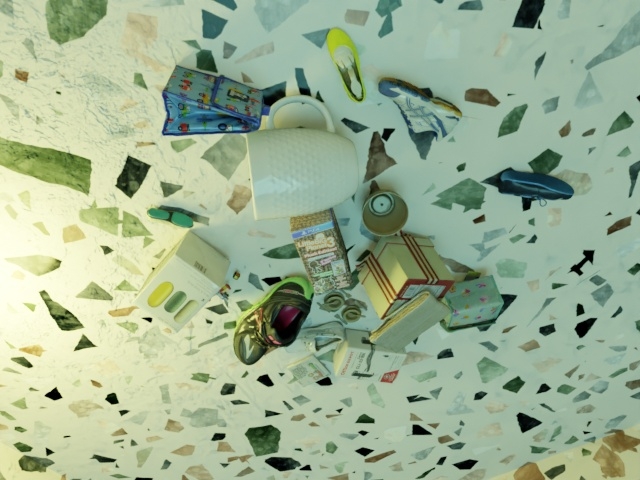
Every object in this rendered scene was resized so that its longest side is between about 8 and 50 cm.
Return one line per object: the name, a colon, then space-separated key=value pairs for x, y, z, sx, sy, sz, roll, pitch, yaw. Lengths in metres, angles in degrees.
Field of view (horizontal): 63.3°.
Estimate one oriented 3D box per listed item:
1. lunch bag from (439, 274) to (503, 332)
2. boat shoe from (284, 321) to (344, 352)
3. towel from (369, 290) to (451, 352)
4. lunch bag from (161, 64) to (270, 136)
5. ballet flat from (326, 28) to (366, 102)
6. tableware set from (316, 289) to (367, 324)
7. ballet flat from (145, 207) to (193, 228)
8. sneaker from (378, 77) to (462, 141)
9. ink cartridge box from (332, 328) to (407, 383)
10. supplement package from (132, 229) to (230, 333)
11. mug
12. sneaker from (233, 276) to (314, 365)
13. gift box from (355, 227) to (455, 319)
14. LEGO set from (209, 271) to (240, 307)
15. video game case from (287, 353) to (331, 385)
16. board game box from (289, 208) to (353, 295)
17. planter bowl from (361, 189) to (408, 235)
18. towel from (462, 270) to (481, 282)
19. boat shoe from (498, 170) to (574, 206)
lunch bag: x=0.600 y=0.277 z=2.112 sx=0.223 sy=0.160 sz=0.262 roll=-12 pitch=147 yaw=-1
boat shoe: x=-0.032 y=0.429 z=2.199 sx=0.277 sy=0.096 sz=0.098 roll=-21 pitch=125 yaw=10
towel: x=0.321 y=0.297 z=1.870 sx=0.282 sy=0.049 sz=0.187 roll=-40 pitch=138 yaw=16
lunch bag: x=-0.293 y=-0.388 z=1.505 sx=0.293 sy=0.221 sz=0.138 roll=6 pitch=125 yaw=-9
ballet flat: x=0.085 y=-0.511 z=1.540 sx=0.077 sy=0.077 sz=0.231 roll=-20 pitch=125 yaw=10
tableware set: x=0.095 y=0.284 z=2.141 sx=0.128 sy=0.039 sz=0.194 roll=-39 pitch=120 yaw=21
ballet flat: x=-0.528 y=-0.075 z=1.825 sx=0.168 sy=0.057 sz=0.052 roll=18 pitch=150 yaw=-13
sneaker: x=0.296 y=-0.401 z=1.619 sx=0.296 sy=0.112 sz=0.131 roll=21 pitch=122 yaw=-18
ink cartridge box: x=0.210 y=0.507 z=2.267 sx=0.272 sy=0.114 sz=0.197 roll=10 pitch=125 yaw=-11
supplement package: x=-0.494 y=0.148 z=1.864 sx=0.199 sy=0.198 sz=0.262 roll=40 pitch=110 yaw=-17
mug: x=-0.060 y=-0.262 z=1.617 sx=0.327 sy=0.276 sz=0.375 roll=-6 pitch=96 yaw=-7
sneaker: x=-0.201 y=0.346 z=2.058 sx=0.185 sy=0.202 sz=0.483 roll=27 pitch=119 yaw=-22
gift box: x=0.292 y=0.117 z=1.900 sx=0.276 sy=0.258 sz=0.255 roll=10 pitch=128 yaw=-31
LEGO set: x=-0.434 y=0.164 z=1.994 sx=0.244 sy=0.060 sz=0.183 roll=6 pitch=125 yaw=-5
video game case: x=-0.051 y=0.593 z=2.365 sx=0.143 sy=0.019 sz=0.157 roll=-28 pitch=124 yaw=15
board game box: x=0.000 y=0.000 z=1.808 sx=0.141 sy=0.232 sz=0.291 roll=-16 pitch=126 yaw=5
planter bowl: x=0.220 y=-0.110 z=1.817 sx=0.161 sy=0.109 sz=0.162 roll=-1 pitch=115 yaw=-1
towel: x=0.614 y=0.159 z=2.117 sx=0.060 sy=0.009 sz=0.083 roll=8 pitch=124 yaw=-10
boat shoe: x=0.757 y=-0.185 z=1.840 sx=0.258 sy=0.109 sz=0.089 roll=15 pitch=132 yaw=4
